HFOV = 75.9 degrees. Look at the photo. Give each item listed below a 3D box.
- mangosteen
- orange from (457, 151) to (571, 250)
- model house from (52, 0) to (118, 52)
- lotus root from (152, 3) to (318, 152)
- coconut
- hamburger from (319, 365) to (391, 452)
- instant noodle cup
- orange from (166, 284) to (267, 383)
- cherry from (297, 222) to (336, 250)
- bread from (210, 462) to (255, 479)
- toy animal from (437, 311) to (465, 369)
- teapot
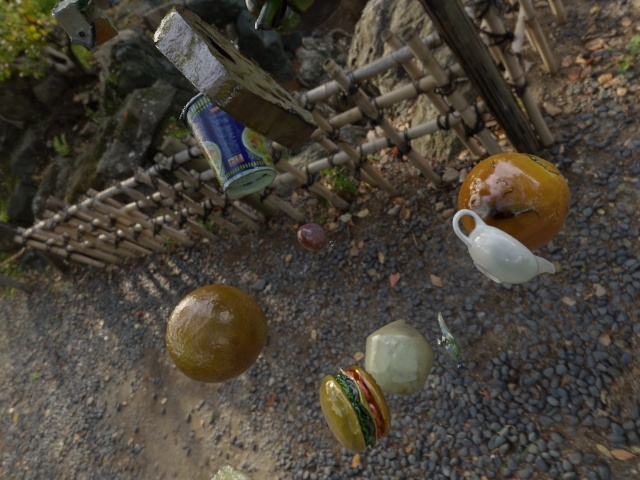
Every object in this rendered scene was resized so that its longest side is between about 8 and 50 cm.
[{"bbox_3d":[-0.073,-0.729,1.144,0.311,0.311,0.311,-24,50,32],"label":"mangosteen"},{"bbox_3d":[0.456,-0.090,0.978,0.246,0.246,0.246,-24,50,32],"label":"orange"},{"bbox_3d":[-0.491,-0.459,0.868,0.087,0.100,0.101,-27,43,0],"label":"model house"},{"bbox_3d":[-0.176,-0.342,0.896,0.111,0.390,0.375,-48,20,14],"label":"lotus root"},{"bbox_3d":[0.239,0.349,1.238,0.224,0.224,0.224,-24,50,32],"label":"coconut"},{"bbox_3d":[0.067,0.330,0.816,0.115,0.162,0.162,-21,37,-19],"label":"hamburger"},{"bbox_3d":[-0.300,-0.330,1.436,0.284,0.284,0.312,-28,79,28],"label":"instant noodle cup"},{"bbox_3d":[-0.281,0.253,1.135,0.274,0.274,0.274,-24,50,32],"label":"orange"},{"bbox_3d":[0.000,0.000,1.490,0.090,0.225,0.107,-52,48,16],"label":"cherry"},{"bbox_3d":[-0.164,0.458,0.625,0.135,0.240,0.178,48,134,11],"label":"bread"},{"bbox_3d":[0.406,0.314,1.335,0.041,0.075,0.217,-46,38,29],"label":"toy animal"},{"bbox_3d":[0.359,0.025,0.837,0.092,0.226,0.145,-51,1,-2],"label":"teapot"}]
